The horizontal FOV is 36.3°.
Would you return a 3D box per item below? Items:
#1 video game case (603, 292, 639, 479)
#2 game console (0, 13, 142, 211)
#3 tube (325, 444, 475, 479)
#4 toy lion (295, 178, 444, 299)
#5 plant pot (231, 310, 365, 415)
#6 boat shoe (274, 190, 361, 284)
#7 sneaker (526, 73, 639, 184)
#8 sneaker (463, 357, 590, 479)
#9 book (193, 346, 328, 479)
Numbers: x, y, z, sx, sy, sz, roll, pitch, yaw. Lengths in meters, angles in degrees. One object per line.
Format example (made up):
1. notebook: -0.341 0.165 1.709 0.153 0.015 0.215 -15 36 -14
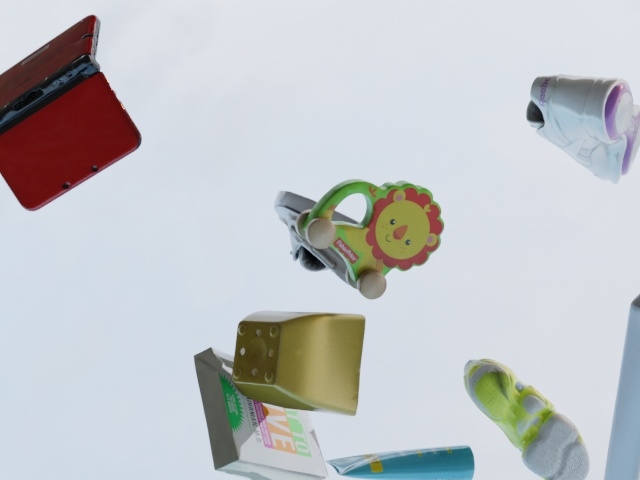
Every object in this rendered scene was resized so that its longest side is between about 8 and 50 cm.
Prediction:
1. video game case: 0.363 0.097 0.891 0.300 0.329 0.036 -36 -132 -28
2. game console: -0.242 -0.120 0.911 0.144 0.085 0.124 -28 -140 18
3. tube: 0.116 0.323 1.401 0.207 0.080 0.052 0 -95 -12
4. toy lion: 0.045 -0.011 0.759 0.096 0.100 0.034 -47 -155 -3
5. plant pot: -0.024 0.093 0.771 0.081 0.083 0.081 -2 -101 40
6. boat shoe: 0.000 0.000 1.315 0.267 0.096 0.088 26 -90 56
7. sneaker: 0.396 -0.177 1.454 0.152 0.305 0.114 17 -99 27
8. sneaker: 0.295 0.254 1.425 0.091 0.240 0.126 -40 -169 1
9. book: -0.051 0.151 0.817 0.035 0.144 0.096 -26 -118 18
